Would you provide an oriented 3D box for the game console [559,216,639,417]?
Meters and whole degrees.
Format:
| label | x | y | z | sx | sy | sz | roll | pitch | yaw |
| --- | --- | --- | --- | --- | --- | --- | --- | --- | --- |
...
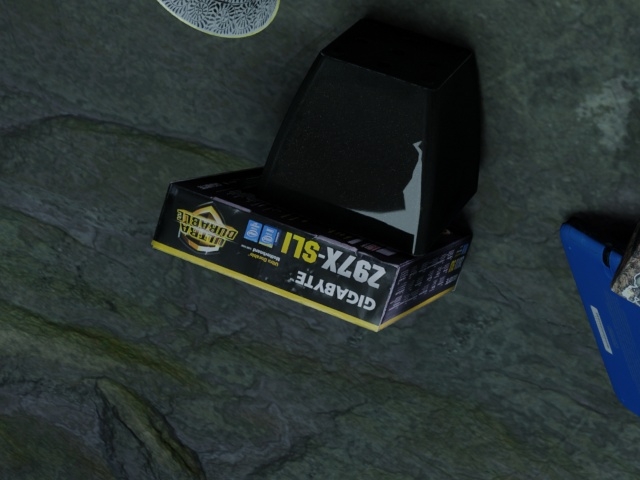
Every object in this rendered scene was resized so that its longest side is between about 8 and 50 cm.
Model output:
| label | x | y | z | sx | sy | sz | roll | pitch | yaw |
| --- | --- | --- | --- | --- | --- | --- | --- | --- | --- |
| game console | 0.426 | 0.086 | 1.825 | 0.250 | 0.173 | 0.293 | 36 | 156 | 51 |

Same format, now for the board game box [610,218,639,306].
| label | x | y | z | sx | sy | sz | roll | pitch | yaw |
| --- | --- | --- | --- | --- | --- | --- | --- | --- | --- |
| board game box | 0.406 | -0.077 | 1.493 | 0.141 | 0.232 | 0.291 | 29 | 141 | 4 |

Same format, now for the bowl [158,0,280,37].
| label | x | y | z | sx | sy | sz | roll | pitch | yaw |
| --- | --- | --- | --- | --- | --- | --- | --- | --- | --- |
| bowl | -0.101 | -0.298 | 1.718 | 0.170 | 0.080 | 0.170 | 18 | 141 | 16 |

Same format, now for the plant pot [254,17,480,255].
| label | x | y | z | sx | sy | sz | roll | pitch | yaw |
| --- | --- | --- | --- | --- | --- | --- | --- | --- | --- |
| plant pot | 0.063 | -0.119 | 1.724 | 0.187 | 0.188 | 0.167 | 20 | 121 | 16 |

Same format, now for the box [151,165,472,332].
| label | x | y | z | sx | sy | sz | roll | pitch | yaw |
| --- | --- | --- | --- | --- | --- | --- | --- | --- | --- |
| box | 0.000 | 0.000 | 1.808 | 0.257 | 0.322 | 0.079 | 21 | 102 | 14 |
